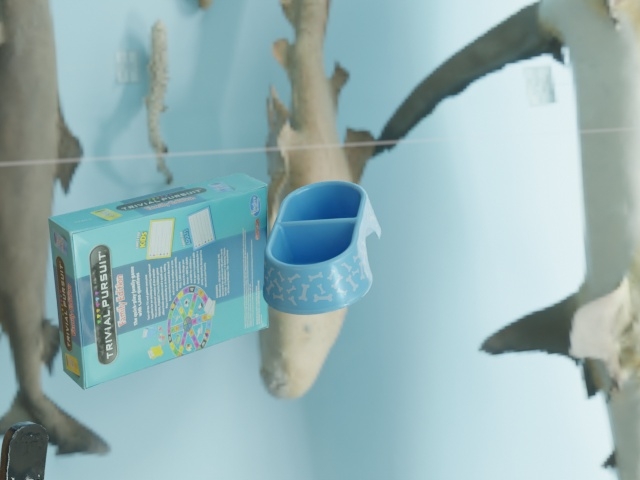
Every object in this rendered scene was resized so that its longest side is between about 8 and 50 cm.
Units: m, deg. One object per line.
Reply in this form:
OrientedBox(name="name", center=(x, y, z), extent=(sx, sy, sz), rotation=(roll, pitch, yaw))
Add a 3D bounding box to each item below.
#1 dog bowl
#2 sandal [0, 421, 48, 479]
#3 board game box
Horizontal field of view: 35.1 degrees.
OrientedBox(name="dog bowl", center=(0.000, 0.000, 1.543), extent=(0.297, 0.165, 0.074), rotation=(-73, 157, -58))
OrientedBox(name="sandal", center=(-0.472, 0.419, 1.612), extent=(0.054, 0.097, 0.255), rotation=(7, -81, 42))
OrientedBox(name="board game box", center=(-0.238, 0.054, 1.560), extent=(0.079, 0.336, 0.254), rotation=(26, -57, 47))
